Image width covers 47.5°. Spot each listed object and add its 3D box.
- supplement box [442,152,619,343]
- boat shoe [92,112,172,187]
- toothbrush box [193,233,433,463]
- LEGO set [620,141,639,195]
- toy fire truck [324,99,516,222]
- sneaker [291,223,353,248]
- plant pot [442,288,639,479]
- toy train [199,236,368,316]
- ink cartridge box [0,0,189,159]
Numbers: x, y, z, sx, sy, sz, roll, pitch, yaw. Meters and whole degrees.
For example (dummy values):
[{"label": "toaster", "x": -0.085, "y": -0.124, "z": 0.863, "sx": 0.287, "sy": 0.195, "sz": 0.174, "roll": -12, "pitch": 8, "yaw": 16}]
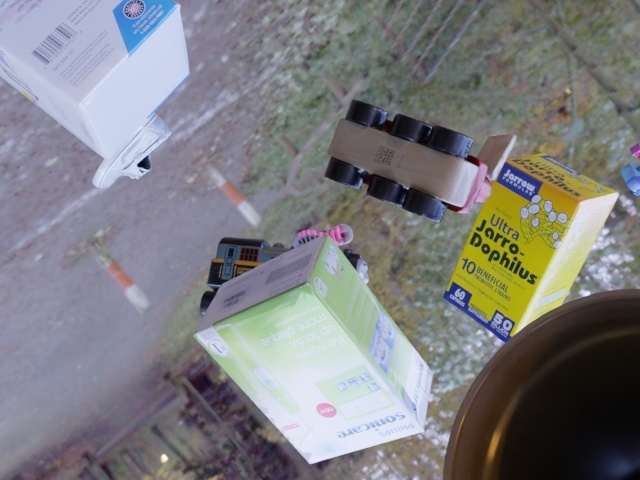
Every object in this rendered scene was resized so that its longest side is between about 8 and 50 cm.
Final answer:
[{"label": "supplement box", "x": 0.450, "y": 0.016, "z": 1.583, "sx": 0.195, "sy": 0.194, "sz": 0.357, "roll": -12, "pitch": 129, "yaw": -46}, {"label": "boat shoe", "x": -0.370, "y": -0.161, "z": 1.431, "sx": 0.227, "sy": 0.081, "sz": 0.079, "roll": -40, "pitch": -164, "yaw": 35}, {"label": "toothbrush box", "x": -0.004, "y": 0.162, "z": 1.034, "sx": 0.206, "sy": 0.283, "sz": 0.122, "roll": -25, "pitch": -155, "yaw": 29}, {"label": "LEGO set", "x": 0.551, "y": -0.084, "z": 1.110, "sx": 0.227, "sy": 0.093, "sz": 0.087, "roll": -2, "pitch": 156, "yaw": -26}, {"label": "toy fire truck", "x": 0.164, "y": -0.119, "z": 1.060, "sx": 0.246, "sy": 0.217, "sz": 0.159, "roll": 11, "pitch": 101, "yaw": -53}, {"label": "sneaker", "x": 0.000, "y": 0.000, "z": 1.385, "sx": 0.119, "sy": 0.047, "sz": 0.057, "roll": -8, "pitch": 176, "yaw": -18}, {"label": "plant pot", "x": 0.330, "y": 0.258, "z": 0.714, "sx": 0.323, "sy": 0.280, "sz": 0.323, "roll": -37, "pitch": -151, "yaw": 24}, {"label": "toy train", "x": -0.068, "y": 0.096, "z": 1.409, "sx": 0.142, "sy": 0.333, "sz": 0.190, "roll": 54, "pitch": 42, "yaw": -71}, {"label": "ink cartridge box", "x": -0.310, "y": -0.255, "z": 0.898, "sx": 0.171, "sy": 0.232, "sz": 0.168, "roll": -51, "pitch": 174, "yaw": -15}]
